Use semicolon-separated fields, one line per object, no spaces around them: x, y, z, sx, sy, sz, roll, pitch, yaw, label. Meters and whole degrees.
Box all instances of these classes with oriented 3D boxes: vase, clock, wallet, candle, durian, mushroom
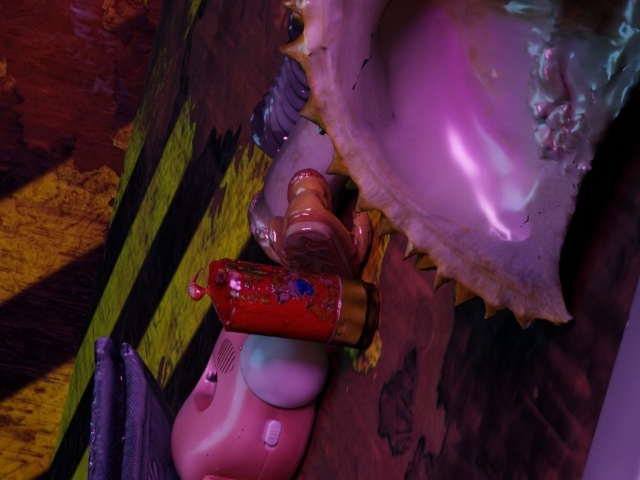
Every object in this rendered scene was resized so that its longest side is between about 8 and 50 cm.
0.008;-0.160;1.153;0.237;0.115;0.115;110;166;-49;vase
-0.056;0.117;1.177;0.166;0.093;0.162;-119;46;-71;clock
-0.127;0.273;1.214;0.237;0.075;0.342;72;-171;-45;wallet
-0.028;0.043;1.037;0.052;0.131;0.052;-170;90;-77;candle
0.090;-0.124;0.695;0.166;0.172;0.306;46;117;45;durian
0.005;-0.060;1.145;0.209;0.071;0.084;123;150;-47;mushroom

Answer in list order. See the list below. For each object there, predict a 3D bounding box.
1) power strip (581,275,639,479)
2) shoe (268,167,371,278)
0.130;0.073;0.590;0.060;0.027;0.252;-130;54;-74;power strip
0.002;-0.001;1.093;0.109;0.072;0.069;44;-143;-51;shoe
